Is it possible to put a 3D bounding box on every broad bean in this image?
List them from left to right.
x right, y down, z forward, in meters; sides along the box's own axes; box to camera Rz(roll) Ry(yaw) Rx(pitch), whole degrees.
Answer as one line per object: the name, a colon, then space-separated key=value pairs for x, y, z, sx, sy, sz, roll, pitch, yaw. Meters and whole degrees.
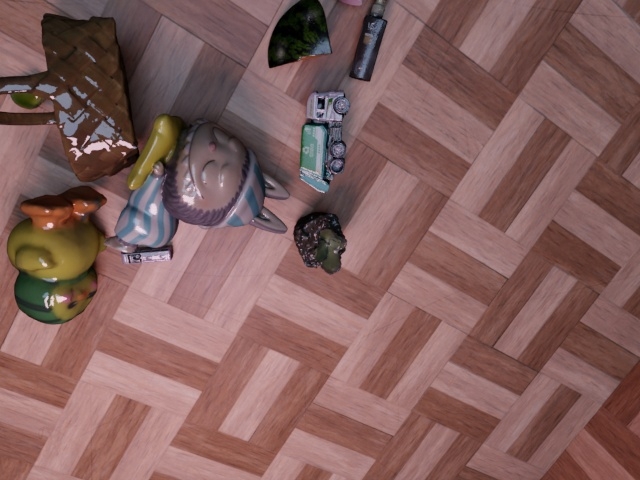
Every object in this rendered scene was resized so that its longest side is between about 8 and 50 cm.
broad bean: x=-0.675 y=-0.339 z=1.041 sx=0.083 sy=0.045 sz=0.063 roll=-22 pitch=109 yaw=6

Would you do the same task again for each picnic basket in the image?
picnic basket: x=-0.559 y=-0.285 z=0.931 sx=0.337 sy=0.293 sz=0.337 roll=-1 pitch=92 yaw=-21

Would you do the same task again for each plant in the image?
plant: x=0.000 y=0.000 z=1.182 sx=0.131 sy=0.203 sz=0.142 roll=-23 pitch=105 yaw=-9

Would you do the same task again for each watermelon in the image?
watermelon: x=-0.061 y=-0.477 z=1.063 sx=0.145 sy=0.193 sz=0.137 roll=-13 pitch=154 yaw=-3

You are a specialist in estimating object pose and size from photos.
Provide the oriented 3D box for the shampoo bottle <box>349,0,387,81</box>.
shampoo bottle: x=0.125 y=-0.504 z=1.110 sx=0.057 sy=0.063 sz=0.208 roll=15 pitch=107 yaw=-3

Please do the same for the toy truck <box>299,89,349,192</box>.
toy truck: x=0.011 y=-0.253 z=1.150 sx=0.124 sy=0.114 sz=0.253 roll=3 pitch=108 yaw=1

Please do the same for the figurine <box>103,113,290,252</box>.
figurine: x=-0.261 y=-0.077 z=1.080 sx=0.377 sy=0.266 sz=0.361 roll=29 pitch=112 yaw=-12

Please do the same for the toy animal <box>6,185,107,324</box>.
toy animal: x=-0.650 y=0.039 z=1.097 sx=0.191 sy=0.216 sz=0.338 roll=17 pitch=110 yaw=14

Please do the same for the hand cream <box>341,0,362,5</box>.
hand cream: x=0.103 y=-0.719 z=1.034 sx=0.111 sy=0.070 sz=0.312 roll=20 pitch=103 yaw=16

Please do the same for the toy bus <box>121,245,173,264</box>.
toy bus: x=-0.462 y=0.039 z=1.196 sx=0.130 sy=0.052 sz=0.037 roll=-4 pitch=110 yaw=-9
